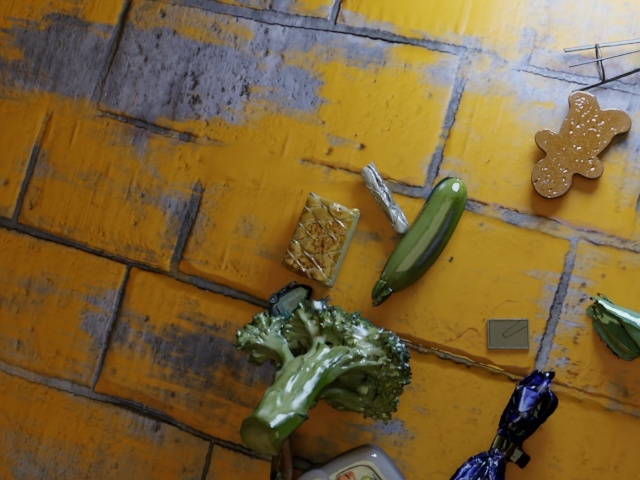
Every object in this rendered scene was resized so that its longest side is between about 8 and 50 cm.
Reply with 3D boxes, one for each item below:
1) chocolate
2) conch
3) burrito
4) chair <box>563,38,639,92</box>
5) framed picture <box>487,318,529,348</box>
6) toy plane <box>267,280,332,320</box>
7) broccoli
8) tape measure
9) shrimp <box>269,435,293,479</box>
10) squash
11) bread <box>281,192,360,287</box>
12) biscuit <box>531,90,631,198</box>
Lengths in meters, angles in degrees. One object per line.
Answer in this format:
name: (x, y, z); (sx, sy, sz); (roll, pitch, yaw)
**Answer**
chocolate: (0.390, 0.415, 1.741); (0.148, 0.126, 0.343); (32, 88, -24)
conch: (0.617, 0.185, 1.736); (0.170, 0.079, 0.106); (35, 86, 31)
burrito: (0.148, -0.090, 1.893); (0.041, 0.045, 0.185); (-38, 78, 28)
chair: (0.637, -0.389, 1.789); (0.221, 0.095, 0.104); (-12, 92, 11)
framed picture: (0.406, 0.201, 1.814); (0.089, 0.006, 0.066); (-3, 82, 13)
toy plane: (-0.091, 0.167, 1.916); (0.235, 0.060, 0.096); (-36, 90, 3)
broccoli: (0.018, 0.290, 1.714); (0.353, 0.397, 0.275); (-20, 105, 3)
tape measure: (0.076, 0.584, 1.785); (0.265, 0.130, 0.258); (-26, 80, 4)
shrimp: (-0.082, 0.531, 1.829); (0.052, 0.143, 0.251); (-3, 93, -10)
squash: (0.221, 0.012, 1.841); (0.094, 0.094, 0.341); (33, 88, 15)
bread: (0.000, -0.001, 1.906); (0.125, 0.068, 0.188); (21, 88, 15)
biscuit: (0.544, -0.198, 1.817); (0.165, 0.036, 0.250); (34, 89, 13)
